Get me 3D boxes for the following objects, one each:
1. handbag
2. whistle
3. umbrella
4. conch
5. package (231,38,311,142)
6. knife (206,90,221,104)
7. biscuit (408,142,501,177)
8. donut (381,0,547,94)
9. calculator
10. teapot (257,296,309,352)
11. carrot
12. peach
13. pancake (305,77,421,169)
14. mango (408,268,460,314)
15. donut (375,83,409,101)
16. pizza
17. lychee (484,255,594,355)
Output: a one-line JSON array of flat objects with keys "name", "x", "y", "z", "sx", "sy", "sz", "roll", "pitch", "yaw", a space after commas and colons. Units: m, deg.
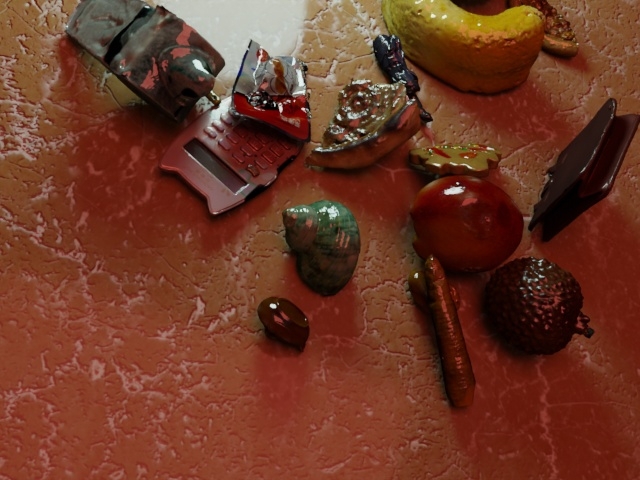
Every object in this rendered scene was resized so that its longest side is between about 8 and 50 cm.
[{"name": "handbag", "x": 0.577, "y": -0.151, "z": 1.875, "sx": 0.084, "sy": 0.275, "sz": 0.260, "roll": 30, "pitch": 64, "yaw": -1}, {"name": "whistle", "x": -0.378, "y": -0.405, "z": 1.775, "sx": 0.404, "sy": 0.188, "sz": 0.168, "roll": 36, "pitch": 86, "yaw": 8}, {"name": "umbrella", "x": 0.193, "y": -0.382, "z": 1.999, "sx": 0.071, "sy": 0.071, "sz": 0.248, "roll": -17, "pitch": 73, "yaw": -20}, {"name": "conch", "x": 0.002, "y": 0.002, "z": 1.750, "sx": 0.188, "sy": 0.122, "sz": 0.176, "roll": 38, "pitch": 87, "yaw": 8}, {"name": "package", "x": -0.107, "y": -0.338, "z": 1.884, "sx": 0.194, "sy": 0.071, "sz": 0.269, "roll": 12, "pitch": 55, "yaw": -18}, {"name": "knife", "x": -0.314, "y": -0.381, "z": 1.877, "sx": 0.046, "sy": 0.022, "sz": 0.256, "roll": -39, "pitch": 72, "yaw": -24}, {"name": "biscuit", "x": 0.321, "y": -0.190, "z": 1.904, "sx": 0.212, "sy": 0.041, "sz": 0.238, "roll": 16, "pitch": 27, "yaw": 41}, {"name": "donut", "x": 0.348, "y": -0.581, "z": 2.059, "sx": 0.377, "sy": 0.163, "sz": 0.435, "roll": -5, "pitch": 70, "yaw": -9}, {"name": "calculator", "x": -0.180, "y": -0.196, "z": 1.834, "sx": 0.220, "sy": 0.048, "sz": 0.329, "roll": 42, "pitch": 61, "yaw": 8}, {"name": "teapot", "x": -0.075, "y": 0.170, "z": 1.683, "sx": 0.129, "sy": 0.078, "sz": 0.098, "roll": 39, "pitch": 22, "yaw": -10}, {"name": "carrot", "x": 0.261, "y": 0.181, "z": 1.723, "sx": 0.066, "sy": 0.066, "sz": 0.314, "roll": -10, "pitch": 86, "yaw": -18}, {"name": "peach", "x": 0.306, "y": -0.040, "z": 1.777, "sx": 0.243, "sy": 0.243, "sz": 0.200, "roll": 11, "pitch": 60, "yaw": -9}, {"name": "pancake", "x": 0.107, "y": -0.249, "z": 1.866, "sx": 0.212, "sy": 0.056, "sz": 0.257, "roll": 20, "pitch": 78, "yaw": 23}, {"name": "mango", "x": 0.235, "y": 0.113, "z": 1.789, "sx": 0.127, "sy": 0.063, "sz": 0.077, "roll": 37, "pitch": 70, "yaw": 9}, {"name": "donut", "x": 0.157, "y": -0.285, "z": 1.936, "sx": 0.108, "sy": 0.065, "sz": 0.166, "roll": -8, "pitch": 65, "yaw": 8}, {"name": "pizza", "x": 0.569, "y": -0.566, "z": 2.179, "sx": 0.127, "sy": 0.058, "sz": 0.246, "roll": -23, "pitch": 74, "yaw": -22}, {"name": "lychee", "x": 0.456, "y": 0.140, "z": 1.764, "sx": 0.238, "sy": 0.200, "sz": 0.200, "roll": 26, "pitch": 62, "yaw": 15}]
